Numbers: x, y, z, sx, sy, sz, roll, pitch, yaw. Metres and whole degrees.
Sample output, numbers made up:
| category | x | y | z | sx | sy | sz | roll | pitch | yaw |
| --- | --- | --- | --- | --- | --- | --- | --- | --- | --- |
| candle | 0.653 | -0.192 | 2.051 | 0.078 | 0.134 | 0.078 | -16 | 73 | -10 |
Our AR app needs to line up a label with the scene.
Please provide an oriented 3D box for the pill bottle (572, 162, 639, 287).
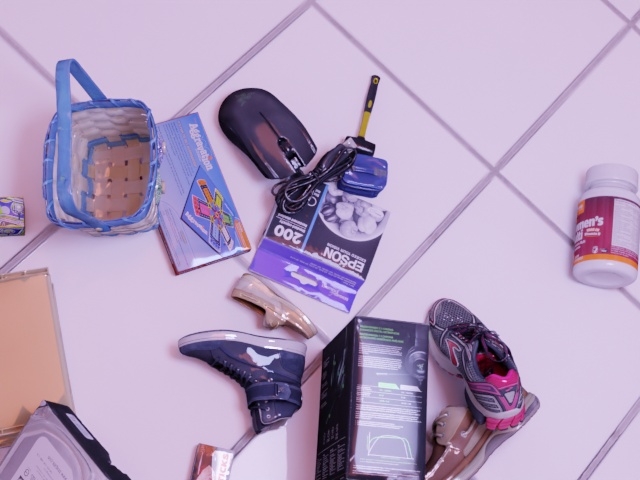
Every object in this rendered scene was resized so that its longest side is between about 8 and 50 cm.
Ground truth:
| category | x | y | z | sx | sy | sz | roll | pitch | yaw |
| --- | --- | --- | --- | --- | --- | --- | --- | --- | --- |
| pill bottle | 0.555 | -0.029 | 2.080 | 0.121 | 0.121 | 0.221 | 13 | 69 | -9 |

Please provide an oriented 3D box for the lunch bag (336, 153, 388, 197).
| category | x | y | z | sx | sy | sz | roll | pitch | yaw |
| --- | --- | --- | --- | --- | --- | --- | --- | --- | --- |
| lunch bag | 0.076 | -0.125 | 2.026 | 0.098 | 0.065 | 0.067 | 9 | 70 | -11 |

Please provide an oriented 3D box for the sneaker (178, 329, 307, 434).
| category | x | y | z | sx | sy | sz | roll | pitch | yaw |
| --- | --- | --- | --- | --- | --- | --- | --- | --- | --- |
| sneaker | -0.136 | 0.243 | 1.839 | 0.226 | 0.086 | 0.163 | 8 | 67 | -12 |

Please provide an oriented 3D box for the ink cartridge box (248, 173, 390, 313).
| category | x | y | z | sx | sy | sz | roll | pitch | yaw |
| --- | --- | --- | --- | --- | --- | --- | --- | --- | --- |
| ink cartridge box | 0.000 | 0.000 | 1.977 | 0.206 | 0.045 | 0.208 | 23 | 69 | -6 |

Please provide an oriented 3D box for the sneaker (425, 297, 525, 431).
| category | x | y | z | sx | sy | sz | roll | pitch | yaw |
| --- | --- | --- | --- | --- | --- | --- | --- | --- | --- |
| sneaker | 0.277 | 0.192 | 1.887 | 0.121 | 0.112 | 0.299 | -16 | 38 | -13 |

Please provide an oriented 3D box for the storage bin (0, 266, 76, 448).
| category | x | y | z | sx | sy | sz | roll | pitch | yaw |
| --- | --- | --- | --- | --- | --- | --- | --- | --- | --- |
| storage bin | -0.541 | 0.200 | 1.736 | 0.260 | 0.123 | 0.262 | -9 | 75 | -16 |

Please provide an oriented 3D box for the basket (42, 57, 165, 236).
| category | x | y | z | sx | sy | sz | roll | pitch | yaw |
| --- | --- | --- | --- | --- | --- | --- | --- | --- | --- |
| basket | -0.370 | -0.138 | 1.793 | 0.201 | 0.289 | 0.255 | -7 | 75 | 13 |

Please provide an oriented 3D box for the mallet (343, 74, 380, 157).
| category | x | y | z | sx | sy | sz | roll | pitch | yaw |
| --- | --- | --- | --- | --- | --- | --- | --- | --- | --- |
| mallet | 0.098 | -0.237 | 2.088 | 0.062 | 0.039 | 0.189 | 24 | 64 | -4 |

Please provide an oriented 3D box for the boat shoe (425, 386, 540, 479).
| category | x | y | z | sx | sy | sz | roll | pitch | yaw |
| --- | --- | --- | --- | --- | --- | --- | --- | --- | --- |
| boat shoe | 0.244 | 0.347 | 1.887 | 0.324 | 0.123 | 0.116 | -36 | 79 | -31 |

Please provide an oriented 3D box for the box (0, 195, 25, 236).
| category | x | y | z | sx | sy | sz | roll | pitch | yaw |
| --- | --- | --- | --- | --- | --- | --- | --- | --- | --- |
| box | -0.592 | -0.039 | 1.840 | 0.169 | 0.054 | 0.059 | -2 | 72 | -14 |

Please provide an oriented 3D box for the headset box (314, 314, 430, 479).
| category | x | y | z | sx | sy | sz | roll | pitch | yaw |
| --- | --- | --- | --- | --- | --- | --- | --- | --- | --- |
| headset box | 0.082 | 0.276 | 1.796 | 0.131 | 0.246 | 0.283 | 7 | 69 | -11 |

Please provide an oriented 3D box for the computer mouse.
| category | x | y | z | sx | sy | sz | roll | pitch | yaw |
| --- | --- | --- | --- | --- | --- | --- | --- | --- | --- |
| computer mouse | -0.079 | -0.195 | 1.978 | 0.188 | 0.072 | 0.272 | -41 | 72 | -18 |

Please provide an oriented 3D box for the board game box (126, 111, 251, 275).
| category | x | y | z | sx | sy | sz | roll | pitch | yaw |
| --- | --- | --- | --- | --- | --- | --- | --- | --- | --- |
| board game box | -0.242 | -0.088 | 1.956 | 0.145 | 0.027 | 0.281 | -18 | 77 | -17 |

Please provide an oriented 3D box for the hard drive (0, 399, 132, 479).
| category | x | y | z | sx | sy | sz | roll | pitch | yaw |
| --- | --- | --- | --- | --- | --- | --- | --- | --- | --- |
| hard drive | -0.428 | 0.437 | 1.583 | 0.237 | 0.064 | 0.339 | 37 | 96 | 40 |

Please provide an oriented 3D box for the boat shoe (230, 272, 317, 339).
| category | x | y | z | sx | sy | sz | roll | pitch | yaw |
| --- | --- | --- | --- | --- | --- | --- | --- | --- | --- |
| boat shoe | -0.085 | 0.129 | 1.907 | 0.170 | 0.063 | 0.059 | 35 | 70 | 10 |

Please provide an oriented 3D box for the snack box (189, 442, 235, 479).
| category | x | y | z | sx | sy | sz | roll | pitch | yaw |
| --- | --- | --- | --- | --- | --- | --- | --- | --- | --- |
| snack box | -0.192 | 0.432 | 1.796 | 0.064 | 0.022 | 0.178 | 15 | 69 | -10 |
